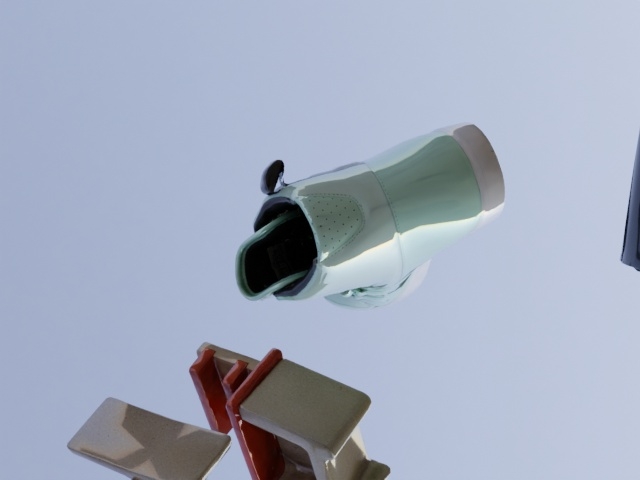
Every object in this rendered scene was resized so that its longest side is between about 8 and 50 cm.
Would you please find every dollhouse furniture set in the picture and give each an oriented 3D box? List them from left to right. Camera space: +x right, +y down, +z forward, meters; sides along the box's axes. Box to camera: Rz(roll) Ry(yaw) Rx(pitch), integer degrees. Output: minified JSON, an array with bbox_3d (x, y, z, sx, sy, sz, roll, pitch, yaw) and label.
[{"bbox_3d":[-0.081,0.190,1.100,0.259,0.135,0.262,-51,-38,-34],"label":"dollhouse furniture set"}]

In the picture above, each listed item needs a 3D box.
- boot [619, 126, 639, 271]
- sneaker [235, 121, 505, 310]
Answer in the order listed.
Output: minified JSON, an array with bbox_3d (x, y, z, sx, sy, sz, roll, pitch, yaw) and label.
[{"bbox_3d":[0.202,-0.078,0.492,0.246,0.094,0.207,-2,-83,-6],"label":"boot"},{"bbox_3d":[0.000,-0.001,1.153,0.151,0.256,0.094,-18,-100,-22],"label":"sneaker"}]
